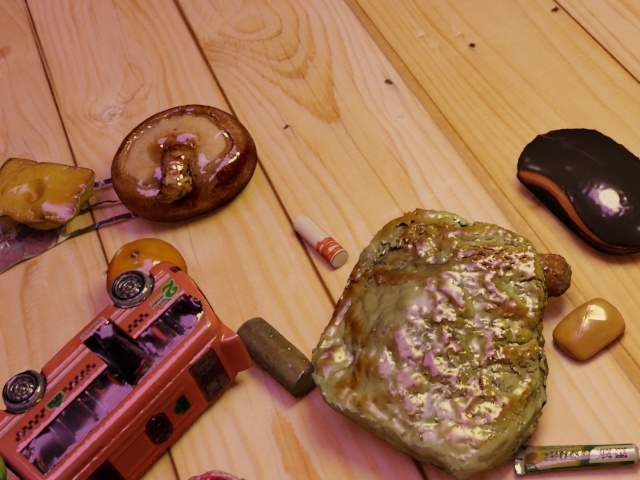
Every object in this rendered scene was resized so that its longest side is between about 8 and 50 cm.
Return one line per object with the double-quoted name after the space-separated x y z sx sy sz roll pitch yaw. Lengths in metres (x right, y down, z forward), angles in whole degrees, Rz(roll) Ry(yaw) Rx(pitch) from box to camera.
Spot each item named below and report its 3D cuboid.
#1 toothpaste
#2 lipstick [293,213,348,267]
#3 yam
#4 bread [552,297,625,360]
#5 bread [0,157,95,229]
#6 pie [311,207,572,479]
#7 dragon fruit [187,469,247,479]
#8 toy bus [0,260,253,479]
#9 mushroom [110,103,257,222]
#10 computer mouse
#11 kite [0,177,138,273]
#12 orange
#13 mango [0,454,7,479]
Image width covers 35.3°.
0.391 0.322 1.494 0.204 0.031 0.049 -6 49 16 "toothpaste"
0.000 0.000 1.881 0.038 0.038 0.130 -35 50 -13 "lipstick"
-0.073 0.197 1.719 0.068 0.068 0.169 -41 52 -17 "yam"
0.432 0.137 1.619 0.115 0.056 0.082 -29 48 -8 "bread"
-0.581 -0.090 2.085 0.233 0.088 0.161 6 62 23 "bread"
0.179 0.156 1.605 0.395 0.180 0.418 11 60 25 "pie"
-0.150 0.440 1.453 0.211 0.147 0.282 20 41 9 "dragon fruit"
-0.328 0.251 1.669 0.233 0.203 0.427 33 67 31 "toy bus"
-0.272 -0.149 2.015 0.296 0.163 0.278 -13 40 6 "mushroom"
0.482 -0.103 1.770 0.182 0.116 0.323 -28 48 -13 "computer mouse"
-0.551 -0.050 2.108 0.360 0.022 0.204 -19 49 3 "kite"
-0.326 0.065 1.871 0.156 0.124 0.156 -7 52 8 "orange"
-0.566 0.352 1.564 0.237 0.137 0.091 -29 -2 41 "mango"
